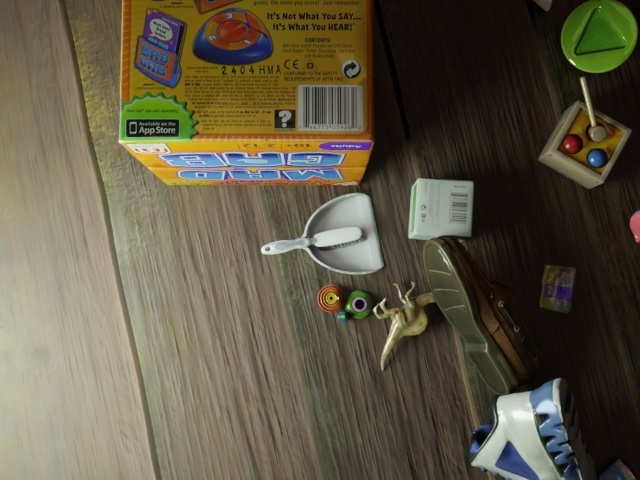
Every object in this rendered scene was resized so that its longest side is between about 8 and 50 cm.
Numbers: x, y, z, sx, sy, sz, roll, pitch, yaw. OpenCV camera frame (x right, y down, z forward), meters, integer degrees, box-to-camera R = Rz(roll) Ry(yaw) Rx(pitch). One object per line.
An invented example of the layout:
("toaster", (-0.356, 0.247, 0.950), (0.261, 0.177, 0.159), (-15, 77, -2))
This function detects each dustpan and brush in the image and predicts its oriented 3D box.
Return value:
("dustpan and brush", (0.000, 0.000, 1.328), (0.211, 0.060, 0.147), (-11, 85, -1))

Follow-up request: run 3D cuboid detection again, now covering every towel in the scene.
("towel", (0.427, 0.086, 1.348), (0.060, 0.009, 0.083), (11, 84, 0))

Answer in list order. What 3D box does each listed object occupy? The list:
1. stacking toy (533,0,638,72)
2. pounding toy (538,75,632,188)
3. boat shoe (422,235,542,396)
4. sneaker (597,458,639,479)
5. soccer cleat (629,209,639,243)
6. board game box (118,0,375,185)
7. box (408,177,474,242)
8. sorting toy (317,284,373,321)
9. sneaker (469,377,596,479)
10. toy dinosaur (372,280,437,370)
("stacking toy", (0.541, -0.469, 1.379), (0.279, 0.130, 0.309), (-39, 82, 23))
("pounding toy", (0.472, -0.190, 1.328), (0.130, 0.100, 0.141), (30, 85, 2))
("boat shoe", (0.281, 0.115, 1.294), (0.104, 0.111, 0.307), (-31, 102, -18))
("sneaker", (0.539, 0.463, 1.297), (0.073, 0.063, 0.162), (-33, 81, 14))
("soccer cleat", (0.669, 0.010, 1.332), (0.248, 0.083, 0.095), (32, 56, 7))
("board game box", (-0.102, -0.291, 1.207), (0.356, 0.356, 0.356), (0, 85, 0))
("box", (0.212, -0.052, 1.321), (0.102, 0.087, 0.101), (4, 84, 1))
("sorting toy", (0.044, 0.114, 1.327), (0.102, 0.042, 0.061), (10, 85, 0))
("sneaker", (0.356, 0.378, 1.270), (0.182, 0.127, 0.315), (-10, 107, 30))
("toy dinosaur", (0.141, 0.138, 1.320), (0.092, 0.053, 0.183), (39, 86, 2))
